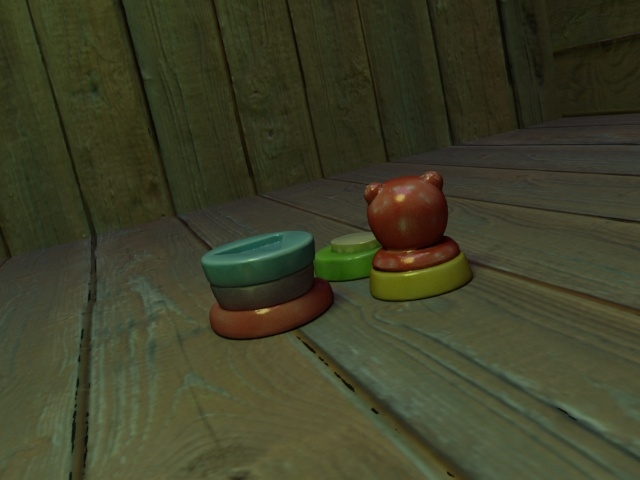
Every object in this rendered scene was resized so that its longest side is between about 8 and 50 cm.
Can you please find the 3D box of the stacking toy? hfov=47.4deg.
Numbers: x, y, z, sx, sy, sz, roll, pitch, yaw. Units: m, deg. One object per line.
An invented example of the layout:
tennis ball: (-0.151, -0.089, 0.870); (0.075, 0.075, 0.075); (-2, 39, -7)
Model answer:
stacking toy: (0.000, 0.000, 0.903); (0.308, 0.130, 0.279); (-14, 11, -8)
